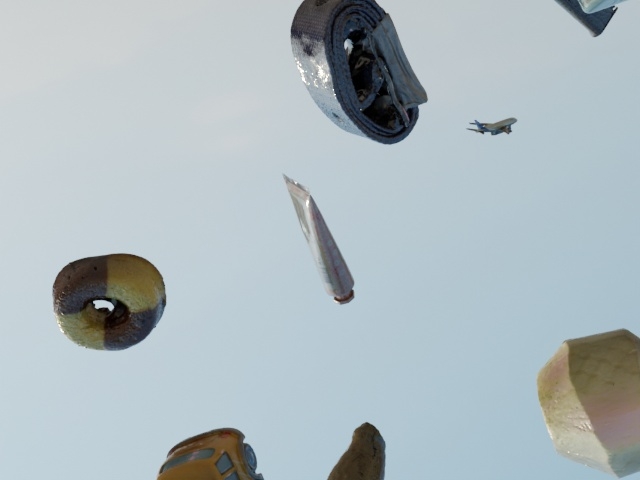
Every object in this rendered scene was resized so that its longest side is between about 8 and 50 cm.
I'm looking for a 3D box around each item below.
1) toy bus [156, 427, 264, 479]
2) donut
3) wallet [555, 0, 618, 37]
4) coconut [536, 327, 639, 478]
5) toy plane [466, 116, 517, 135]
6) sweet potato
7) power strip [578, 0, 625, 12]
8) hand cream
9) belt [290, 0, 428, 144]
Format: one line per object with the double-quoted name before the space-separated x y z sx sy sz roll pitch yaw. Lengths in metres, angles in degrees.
"toy bus" -0.139 0.370 2.164 0.126 0.209 0.136 -20 -175 16
"donut" -0.338 0.104 2.565 0.184 0.166 0.073 5 -155 -4
"wallet" 0.343 -0.393 2.208 0.243 0.133 0.039 32 174 -40
"coconut" 0.486 0.262 2.622 0.259 0.259 0.259 -8 -164 2
"toy plane" 0.245 -0.159 2.260 0.084 0.024 0.078 -7 -161 -38
"sweet potato" 0.000 0.333 1.769 0.286 0.112 0.085 -58 -172 -10
"power strip" 0.439 -0.361 1.947 0.265 0.059 0.193 -24 171 -41
"hand cream" 0.000 0.000 2.198 0.043 0.210 0.067 -34 -144 -16
"belt" 0.058 -0.243 2.266 0.139 0.230 0.126 -37 -151 -17
